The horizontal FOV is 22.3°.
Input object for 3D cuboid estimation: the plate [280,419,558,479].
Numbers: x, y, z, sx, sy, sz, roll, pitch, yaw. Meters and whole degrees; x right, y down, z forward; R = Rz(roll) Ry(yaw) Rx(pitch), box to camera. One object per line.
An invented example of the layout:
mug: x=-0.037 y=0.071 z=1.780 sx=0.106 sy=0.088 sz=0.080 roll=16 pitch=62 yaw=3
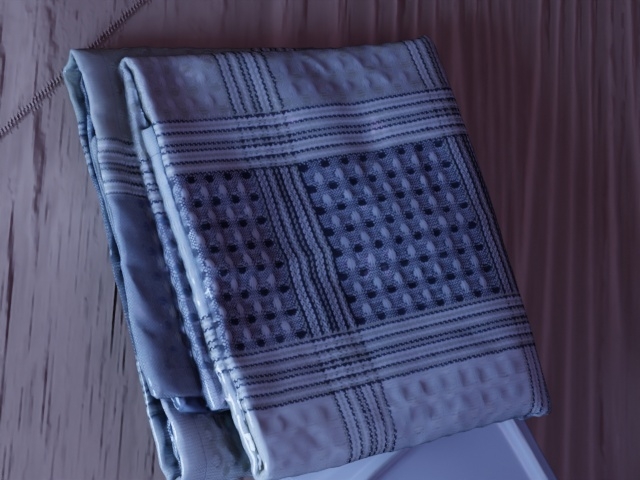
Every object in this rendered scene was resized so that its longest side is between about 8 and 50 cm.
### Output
plate: x=0.094 y=0.235 z=1.180 sx=0.277 sy=0.045 sz=0.278 roll=-37 pitch=103 yaw=-34

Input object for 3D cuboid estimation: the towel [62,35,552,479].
towel: x=0.000 y=0.000 z=1.126 sx=0.324 sy=0.056 sz=0.312 roll=-8 pitch=76 yaw=-34
